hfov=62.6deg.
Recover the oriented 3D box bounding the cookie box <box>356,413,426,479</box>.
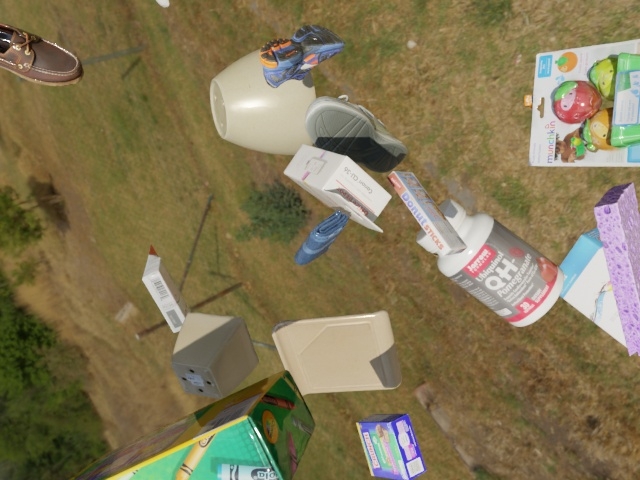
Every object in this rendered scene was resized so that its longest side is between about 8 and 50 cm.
[{"bbox_3d":[0.111,0.331,0.849,0.107,0.040,0.092,-35,70,58],"label":"cookie box"}]

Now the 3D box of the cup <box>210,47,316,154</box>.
[{"bbox_3d":[-0.184,-0.396,1.531,0.331,0.236,0.331,46,143,50],"label":"cup"}]

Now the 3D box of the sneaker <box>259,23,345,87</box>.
[{"bbox_3d":[-0.040,-0.389,1.112,0.083,0.221,0.087,49,149,22],"label":"sneaker"}]

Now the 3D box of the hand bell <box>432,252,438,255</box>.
[{"bbox_3d":[0.513,0.020,1.824,0.126,0.242,0.126,-47,35,50],"label":"hand bell"}]

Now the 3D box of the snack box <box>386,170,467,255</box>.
[{"bbox_3d":[0.188,-0.051,0.930,0.022,0.064,0.178,-48,63,34],"label":"snack box"}]

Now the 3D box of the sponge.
[{"bbox_3d":[0.422,0.036,0.717,0.031,0.117,0.210,-11,100,41],"label":"sponge"}]

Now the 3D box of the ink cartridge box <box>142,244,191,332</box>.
[{"bbox_3d":[-0.430,0.122,1.500,0.232,0.066,0.189,-106,-5,-64],"label":"ink cartridge box"}]

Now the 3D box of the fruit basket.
[{"bbox_3d":[0.738,-0.363,1.411,0.353,0.165,0.327,8,99,39],"label":"fruit basket"}]

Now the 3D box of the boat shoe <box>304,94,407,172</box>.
[{"bbox_3d":[0.072,-0.236,1.143,0.118,0.320,0.103,-45,57,27],"label":"boat shoe"}]

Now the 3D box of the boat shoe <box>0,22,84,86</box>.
[{"bbox_3d":[-0.514,-0.322,0.891,0.073,0.206,0.073,130,148,-64],"label":"boat shoe"}]

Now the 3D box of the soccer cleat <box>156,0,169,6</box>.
[{"bbox_3d":[-0.172,-0.399,0.725,0.068,0.196,0.076,23,150,36],"label":"soccer cleat"}]

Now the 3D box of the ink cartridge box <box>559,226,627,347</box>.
[{"bbox_3d":[0.829,0.115,1.456,0.270,0.198,0.197,45,134,32],"label":"ink cartridge box"}]

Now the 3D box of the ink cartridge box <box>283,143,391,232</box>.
[{"bbox_3d":[0.034,-0.089,0.861,0.115,0.067,0.198,36,179,-32],"label":"ink cartridge box"}]

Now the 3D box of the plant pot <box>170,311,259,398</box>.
[{"bbox_3d":[-0.178,0.192,0.855,0.109,0.096,0.109,3,127,21],"label":"plant pot"}]

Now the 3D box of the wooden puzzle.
[{"bbox_3d":[0.039,0.236,1.106,0.044,0.238,0.221,-86,-17,-55],"label":"wooden puzzle"}]

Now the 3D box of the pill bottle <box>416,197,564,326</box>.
[{"bbox_3d":[0.390,0.045,1.239,0.318,0.176,0.176,36,145,-3],"label":"pill bottle"}]

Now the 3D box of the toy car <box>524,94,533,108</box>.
[{"bbox_3d":[0.647,-0.452,1.577,0.040,0.060,0.122,-2,70,54],"label":"toy car"}]

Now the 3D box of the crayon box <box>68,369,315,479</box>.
[{"bbox_3d":[-0.155,0.247,0.558,0.081,0.278,0.165,63,-172,3],"label":"crayon box"}]

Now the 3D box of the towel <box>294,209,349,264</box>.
[{"bbox_3d":[0.000,0.000,0.820,0.029,0.067,0.119,50,151,7],"label":"towel"}]
